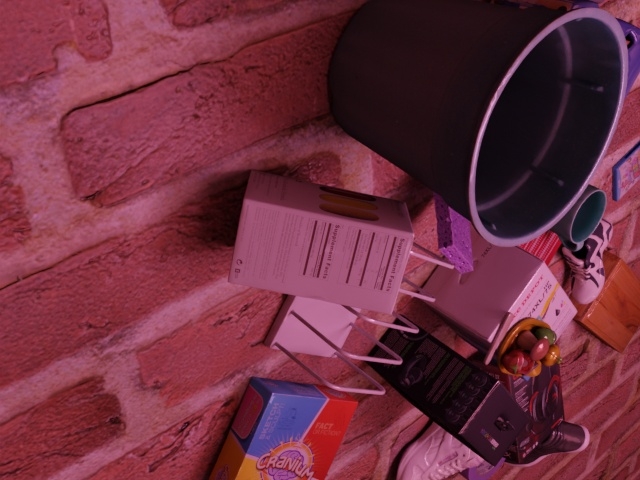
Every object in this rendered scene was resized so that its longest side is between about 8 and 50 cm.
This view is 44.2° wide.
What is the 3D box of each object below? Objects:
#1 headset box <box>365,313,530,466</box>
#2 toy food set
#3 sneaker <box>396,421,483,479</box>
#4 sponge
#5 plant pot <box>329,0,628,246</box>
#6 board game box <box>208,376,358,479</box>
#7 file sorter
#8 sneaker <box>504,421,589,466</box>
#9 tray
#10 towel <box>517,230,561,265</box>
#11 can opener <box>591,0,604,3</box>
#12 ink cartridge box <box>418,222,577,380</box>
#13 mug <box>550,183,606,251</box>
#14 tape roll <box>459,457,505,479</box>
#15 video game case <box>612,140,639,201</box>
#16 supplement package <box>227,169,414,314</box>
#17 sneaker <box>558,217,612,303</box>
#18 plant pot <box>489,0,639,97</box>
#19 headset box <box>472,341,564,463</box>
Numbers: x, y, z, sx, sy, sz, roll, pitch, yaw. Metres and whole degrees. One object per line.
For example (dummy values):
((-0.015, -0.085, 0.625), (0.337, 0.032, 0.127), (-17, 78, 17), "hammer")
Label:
((0.270, 0.314, 1.618), (0.131, 0.283, 0.246), (-51, 139, -7), "headset box")
((0.421, 0.226, 1.567), (0.218, 0.071, 0.128), (19, 102, -48), "toy food set")
((0.295, 0.514, 1.876), (0.305, 0.152, 0.114), (-53, 143, -3), "sneaker")
((0.241, -0.057, 1.443), (0.117, 0.031, 0.210), (39, 43, -52), "sponge")
((0.210, -0.212, 1.174), (0.341, 0.334, 0.341), (-25, 130, -33), "plant pot")
((-0.085, 0.420, 1.473), (0.242, 0.064, 0.316), (17, 98, -45), "board game box")
((0.074, 0.112, 1.375), (0.193, 0.173, 0.278), (18, 102, -49), "file sorter")
((0.565, 0.538, 2.143), (0.147, 0.295, 0.105), (26, 54, -28), "sneaker")
((0.841, 0.184, 2.269), (0.411, 0.076, 0.203), (29, 93, -51), "tray")
((0.509, -0.049, 1.815), (0.275, 0.031, 0.199), (24, 97, -49), "towel")
((0.435, -0.489, 1.419), (0.283, 0.076, 0.095), (-10, 122, -43), "can opener")
((0.380, 0.133, 1.674), (0.198, 0.197, 0.270), (-53, 139, -4), "ink cartridge box")
((0.550, -0.059, 1.750), (0.129, 0.097, 0.158), (4, 113, -46), "mug")
((0.425, 0.542, 2.081), (0.189, 0.080, 0.189), (-25, 132, -32), "tape roll")
((0.811, -0.193, 2.036), (0.166, 0.015, 0.119), (-41, 138, -18), "video game case")
((0.000, 0.000, 1.161), (0.244, 0.139, 0.134), (11, 112, -5), "supplement package")
((0.649, 0.060, 1.979), (0.153, 0.094, 0.235), (-12, 122, -39), "sneaker")
((0.390, -0.312, 1.376), (0.212, 0.236, 0.236), (18, 102, -43), "plant pot")
((0.491, 0.359, 1.946), (0.218, 0.110, 0.293), (-26, 114, -38), "headset box")
